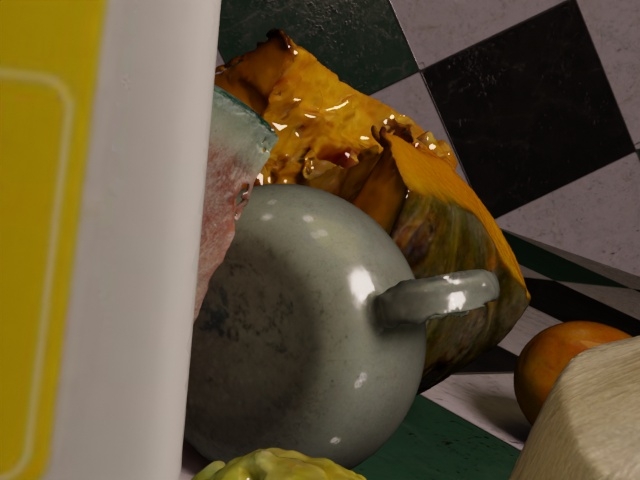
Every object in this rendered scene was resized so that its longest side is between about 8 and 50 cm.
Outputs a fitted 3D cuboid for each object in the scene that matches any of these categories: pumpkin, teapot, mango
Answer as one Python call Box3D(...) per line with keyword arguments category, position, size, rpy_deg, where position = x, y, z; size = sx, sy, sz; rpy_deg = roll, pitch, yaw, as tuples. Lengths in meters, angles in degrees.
Box3D(category="pumpkin", position=(0.000, 0.000, 1.074), size=(0.225, 0.256, 0.303), rpy_deg=(24, 27, -42))
Box3D(category="teapot", position=(-0.019, 0.059, 0.855), size=(0.294, 0.193, 0.129), rpy_deg=(-15, -6, 31))
Box3D(category="mango", position=(0.277, 0.150, 1.207), size=(0.221, 0.120, 0.151), rpy_deg=(25, 6, -23))

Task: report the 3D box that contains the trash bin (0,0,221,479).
Box3D(category="trash bin", position=(-0.169, -0.027, 0.444), size=(0.255, 0.368, 0.296), rpy_deg=(2, 18, -29))

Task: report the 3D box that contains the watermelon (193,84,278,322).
Box3D(category="watermelon", position=(-0.128, 0.025, 0.772), size=(0.148, 0.318, 0.226), rpy_deg=(17, 50, -45))

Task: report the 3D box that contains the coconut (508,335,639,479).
Box3D(category="coconut", position=(0.196, 0.147, 0.609), size=(0.237, 0.266, 0.237), rpy_deg=(27, 13, -7))

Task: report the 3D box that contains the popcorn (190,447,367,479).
Box3D(category="popcorn", position=(-0.017, 0.150, 0.545), size=(0.141, 0.136, 0.162), rpy_deg=(9, 15, -21))
